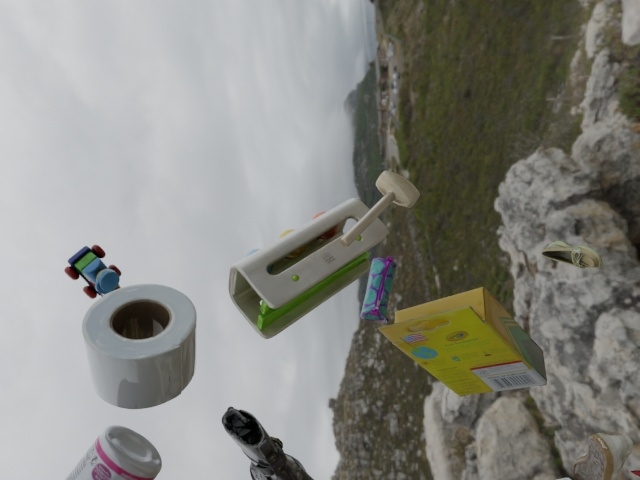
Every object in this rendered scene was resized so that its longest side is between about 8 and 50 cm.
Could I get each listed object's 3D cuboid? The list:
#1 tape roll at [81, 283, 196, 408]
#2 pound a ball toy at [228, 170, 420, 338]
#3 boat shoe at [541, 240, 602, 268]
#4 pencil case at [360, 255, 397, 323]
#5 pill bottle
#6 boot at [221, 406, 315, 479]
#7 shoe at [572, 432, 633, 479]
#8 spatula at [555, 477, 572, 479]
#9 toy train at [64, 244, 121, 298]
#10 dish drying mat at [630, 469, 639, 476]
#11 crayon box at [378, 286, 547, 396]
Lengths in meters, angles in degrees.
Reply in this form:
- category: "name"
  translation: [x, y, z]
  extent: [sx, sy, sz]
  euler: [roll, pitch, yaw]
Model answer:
- category: "tape roll"
  translation: [-0.415, 0.242, 1.110]
  extent: [0.246, 0.245, 0.169]
  euler: [-85, 5, -56]
- category: "pound a ball toy"
  translation: [0.000, 0.000, 0.825]
  extent: [0.136, 0.319, 0.208]
  euler: [46, 147, 20]
- category: "boat shoe"
  translation: [0.608, 0.039, 1.150]
  extent: [0.056, 0.048, 0.153]
  euler: [67, 169, -21]
- category: "pencil case"
  translation: [0.140, 0.116, 1.120]
  extent: [0.070, 0.064, 0.152]
  euler: [114, 172, -64]
- category: "pill bottle"
  translation: [-0.502, 0.577, 1.052]
  extent: [0.283, 0.160, 0.160]
  euler: [-54, -13, -7]
- category: "boot"
  translation: [-0.109, 0.397, 0.894]
  extent: [0.091, 0.262, 0.229]
  euler: [-44, -69, -28]
- category: "shoe"
  translation: [0.524, 0.420, 0.877]
  extent: [0.077, 0.058, 0.219]
  euler: [-113, 6, -47]
- category: "spatula"
  translation: [0.485, 0.635, 0.979]
  extent: [0.168, 0.019, 0.242]
  euler: [-40, 34, 40]
- category: "toy train"
  translation: [-0.557, 0.134, 1.272]
  extent: [0.105, 0.143, 0.248]
  euler: [-46, -35, -25]
- category: "dish drying mat"
  translation: [0.661, 0.474, 0.940]
  extent: [0.032, 0.083, 0.008]
  euler: [-44, 20, 60]
- category: "crayon box"
  translation: [0.290, 0.203, 0.954]
  extent: [0.318, 0.202, 0.081]
  euler: [41, -137, -31]
